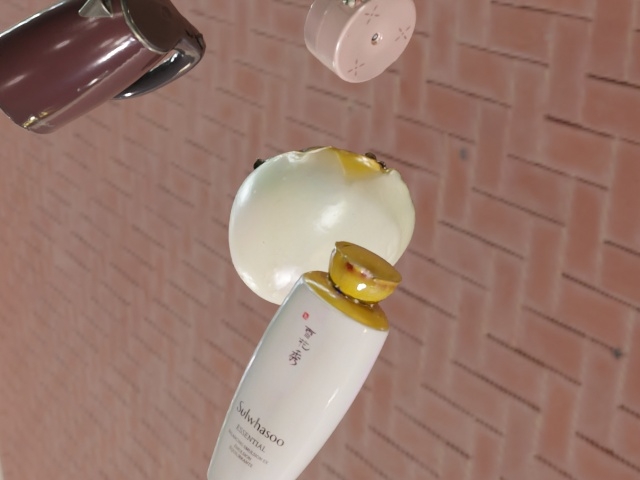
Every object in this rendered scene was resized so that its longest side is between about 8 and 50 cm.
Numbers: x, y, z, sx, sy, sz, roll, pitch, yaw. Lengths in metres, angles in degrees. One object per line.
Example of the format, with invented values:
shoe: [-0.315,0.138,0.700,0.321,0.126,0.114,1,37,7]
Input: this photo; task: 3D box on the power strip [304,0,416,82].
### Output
power strip: [0.055,-0.304,1.704,0.078,0.154,0.154,45,133,32]

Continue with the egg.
egg: [0.000,0.004,1.806,0.174,0.286,0.264,-86,-20,-50]

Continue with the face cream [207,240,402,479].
face cream: [-0.012,0.087,0.764,0.072,0.051,0.182,37,106,24]

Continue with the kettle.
kettle: [-0.273,-0.230,1.531,0.232,0.202,0.144,-20,59,30]
